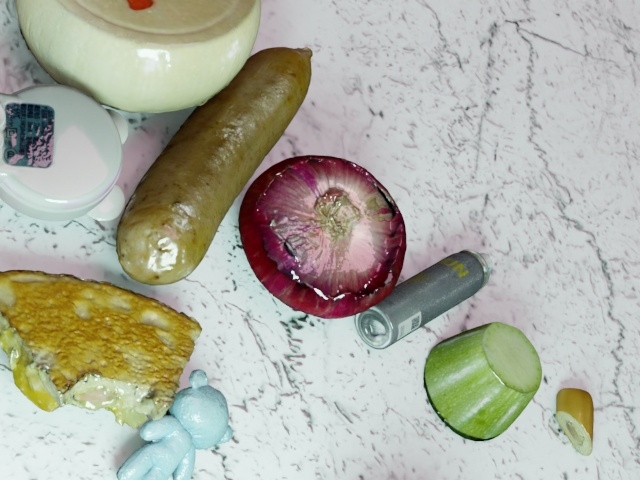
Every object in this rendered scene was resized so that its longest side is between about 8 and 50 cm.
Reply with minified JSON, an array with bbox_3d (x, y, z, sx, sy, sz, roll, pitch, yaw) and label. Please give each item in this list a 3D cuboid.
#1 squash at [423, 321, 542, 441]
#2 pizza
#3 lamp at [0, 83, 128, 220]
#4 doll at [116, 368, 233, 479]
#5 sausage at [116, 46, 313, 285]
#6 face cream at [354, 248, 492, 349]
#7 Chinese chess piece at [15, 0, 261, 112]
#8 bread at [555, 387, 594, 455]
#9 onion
[{"bbox_3d":[0.251,0.201,2.095,0.170,0.123,0.170,22,48,-26],"label":"squash"},{"bbox_3d":[-0.281,0.139,1.719,0.323,0.089,0.223,13,39,-31],"label":"pizza"},{"bbox_3d":[-0.368,-0.113,1.800,0.246,0.108,0.179,10,63,-25],"label":"lamp"},{"bbox_3d":[-0.190,0.248,1.765,0.179,0.075,0.120,-38,130,-25],"label":"doll"},{"bbox_3d":[-0.147,-0.117,1.957,0.123,0.136,0.501,52,43,-21],"label":"sausage"},{"bbox_3d":[0.165,0.080,2.123,0.283,0.073,0.073,-26,82,-44],"label":"face cream"},{"bbox_3d":[-0.250,-0.327,1.938,0.338,0.140,0.338,11,47,-12],"label":"Chinese chess piece"},{"bbox_3d":[0.401,0.280,2.206,0.062,0.049,0.103,27,50,-23],"label":"bread"},{"bbox_3d":[0.000,-0.002,1.986,0.248,0.161,0.248,16,50,-19],"label":"onion"}]
